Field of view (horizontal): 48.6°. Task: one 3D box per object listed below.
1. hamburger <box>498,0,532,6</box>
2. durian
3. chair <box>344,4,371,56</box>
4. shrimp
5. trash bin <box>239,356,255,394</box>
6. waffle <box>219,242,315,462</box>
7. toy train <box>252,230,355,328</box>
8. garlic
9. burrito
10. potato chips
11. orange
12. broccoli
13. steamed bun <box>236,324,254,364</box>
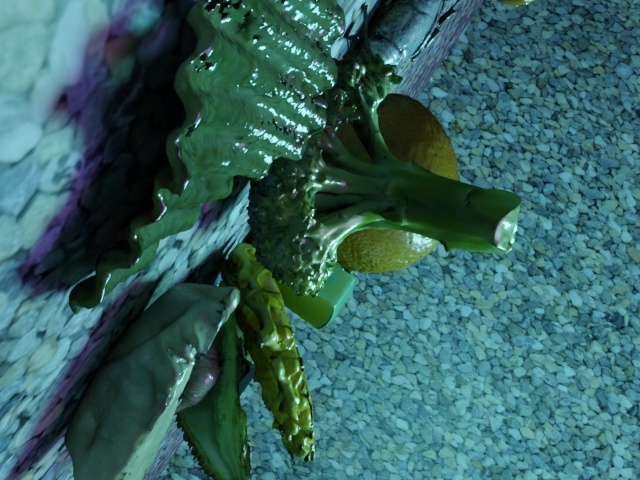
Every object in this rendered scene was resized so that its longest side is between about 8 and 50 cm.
[{"bbox_3d":[0.329,-0.542,1.198,0.146,0.286,0.243,-30,-145,-8],"label":"hamburger"},{"bbox_3d":[-0.167,0.278,1.279,0.198,0.394,0.163,-28,149,32],"label":"durian"},{"bbox_3d":[0.061,-0.342,1.169,0.037,0.042,0.086,-47,134,-74],"label":"chair"},{"bbox_3d":[0.177,-0.422,1.313,0.343,0.116,0.145,-49,176,-6],"label":"shrimp"},{"bbox_3d":[-0.238,0.269,1.517,0.115,0.165,0.225,-54,173,-11],"label":"trash bin"},{"bbox_3d":[-0.094,0.212,1.333,0.095,0.382,0.379,-15,130,-12],"label":"waffle"},{"bbox_3d":[0.000,0.000,1.582,0.397,0.253,0.160,-52,176,-37],"label":"toy train"},{"bbox_3d":[-0.235,0.210,1.185,0.102,0.147,0.159,32,76,-67],"label":"garlic"},{"bbox_3d":[-0.246,0.198,1.020,0.331,0.135,0.190,-58,176,15],"label":"burrito"},{"bbox_3d":[-0.096,-0.103,0.724,0.373,0.097,0.389,-58,175,33],"label":"potato chips"},{"bbox_3d":[0.108,-0.106,1.399,0.322,0.322,0.356,-51,145,-54],"label":"orange"},{"bbox_3d":[0.064,-0.039,1.084,0.353,0.397,0.275,-50,179,35],"label":"broccoli"},{"bbox_3d":[-0.206,0.246,1.908,0.172,0.141,0.155,-62,178,26],"label":"steamed bun"}]
